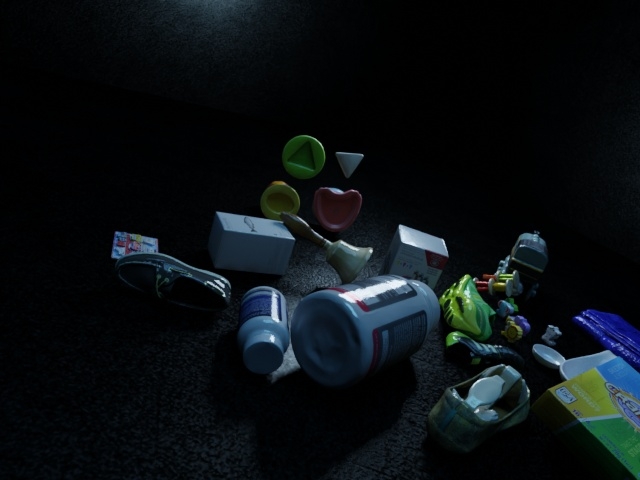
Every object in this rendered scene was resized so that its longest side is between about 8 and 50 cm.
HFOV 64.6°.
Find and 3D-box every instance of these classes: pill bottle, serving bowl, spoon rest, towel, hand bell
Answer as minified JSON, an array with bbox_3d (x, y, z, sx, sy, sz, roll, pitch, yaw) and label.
[{"bbox_3d":[0.106,0.162,0.995,0.176,0.176,0.319,34,25,33],"label":"pill bottle"},{"bbox_3d":[0.571,0.297,1.274,0.083,0.027,0.083,16,21,-6],"label":"serving bowl"},{"bbox_3d":[0.670,0.322,1.224,0.276,0.084,0.137,-4,31,-48],"label":"spoon rest"},{"bbox_3d":[0.928,0.312,1.484,0.228,0.076,0.308,9,23,-24],"label":"towel"},{"bbox_3d":[0.000,0.000,1.283,0.242,0.126,0.126,36,21,-3],"label":"hand bell"},{"bbox_3d":[-0.104,0.163,0.924,0.094,0.094,0.169,15,21,-12],"label":"pill bottle"}]

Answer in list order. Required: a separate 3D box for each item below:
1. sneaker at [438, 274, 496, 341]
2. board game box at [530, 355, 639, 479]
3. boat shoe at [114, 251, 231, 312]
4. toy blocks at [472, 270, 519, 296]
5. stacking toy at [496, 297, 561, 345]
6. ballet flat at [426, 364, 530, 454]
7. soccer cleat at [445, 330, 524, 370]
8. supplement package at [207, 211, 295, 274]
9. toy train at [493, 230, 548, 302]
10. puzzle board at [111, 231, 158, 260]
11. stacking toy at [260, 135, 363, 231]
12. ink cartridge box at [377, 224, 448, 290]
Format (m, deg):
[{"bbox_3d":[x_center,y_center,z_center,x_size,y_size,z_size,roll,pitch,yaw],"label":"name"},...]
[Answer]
[{"bbox_3d":[0.385,0.183,1.328,0.123,0.109,0.295,44,20,-1],"label":"sneaker"},{"bbox_3d":[0.601,0.367,0.995,0.317,0.064,0.242,-5,41,-38],"label":"board game box"},{"bbox_3d":[-0.284,0.083,0.982,0.228,0.081,0.068,16,17,-16],"label":"boat shoe"},{"bbox_3d":[0.512,0.128,1.542,0.148,0.054,0.123,-1,17,37],"label":"toy blocks"},{"bbox_3d":[0.539,0.213,1.423,0.167,0.052,0.221,9,22,-25],"label":"stacking toy"},{"bbox_3d":[0.322,0.292,0.950,0.349,0.123,0.123,-5,32,-48],"label":"ballet flat"},{"bbox_3d":[0.371,0.264,1.154,0.179,0.060,0.072,18,30,15],"label":"soccer cleat"},{"bbox_3d":[-0.171,0.008,1.232,0.179,0.105,0.105,8,25,-28],"label":"supplement package"},{"bbox_3d":[0.680,0.077,1.687,0.142,0.190,0.334,27,22,18],"label":"toy train"},{"bbox_3d":[-0.413,0.015,1.134,0.096,0.011,0.128,10,23,-23],"label":"puzzle board"},{"bbox_3d":[-0.023,-0.181,1.614,0.309,0.279,0.130,13,11,-12],"label":"stacking toy"},{"bbox_3d":[0.235,0.075,1.327,0.128,0.176,0.127,18,23,-2],"label":"ink cartridge box"}]
